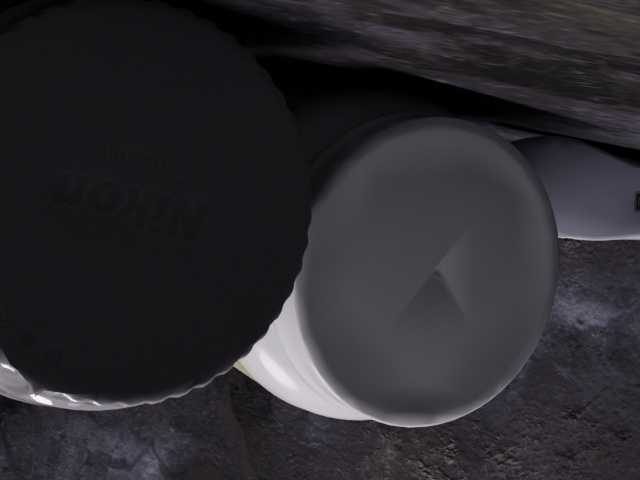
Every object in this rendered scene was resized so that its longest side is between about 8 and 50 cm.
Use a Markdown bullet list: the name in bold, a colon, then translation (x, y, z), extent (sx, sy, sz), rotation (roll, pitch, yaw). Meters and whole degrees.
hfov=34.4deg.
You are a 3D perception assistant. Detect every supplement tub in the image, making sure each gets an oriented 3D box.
- **supplement tub**: translation (0.000, 0.000, 0.789), extent (0.235, 0.235, 0.325), rotation (10, -177, -28)

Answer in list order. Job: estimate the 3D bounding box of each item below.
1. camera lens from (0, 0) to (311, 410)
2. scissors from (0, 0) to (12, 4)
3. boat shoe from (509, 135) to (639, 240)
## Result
- **camera lens**: translation (-0.160, -0.023, 0.606), extent (0.219, 0.219, 0.274), rotation (10, 177, -33)
- **scissors**: translation (-0.326, -0.170, 0.631), extent (0.297, 0.021, 0.109), rotation (13, -174, 12)
- **boat shoe**: translation (0.244, -0.038, 0.838), extent (0.228, 0.080, 0.076), rotation (4, -179, 6)
